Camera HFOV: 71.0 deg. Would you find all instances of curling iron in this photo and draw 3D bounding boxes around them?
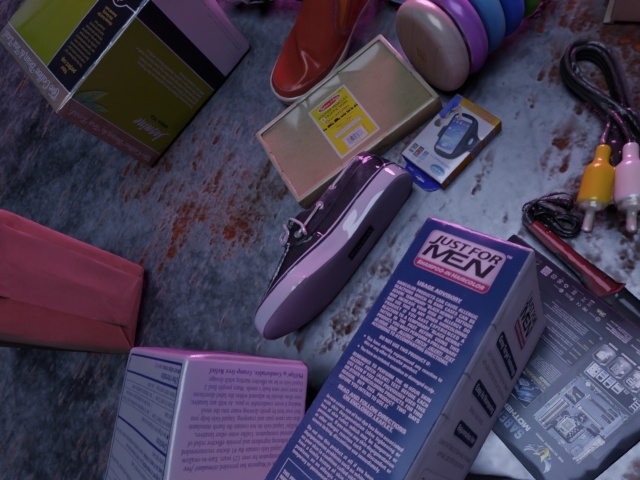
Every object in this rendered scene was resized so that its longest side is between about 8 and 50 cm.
[{"bbox_3d":[0.340,0.045,0.519,0.068,0.035,0.274,-37,63,10],"label":"curling iron"}]

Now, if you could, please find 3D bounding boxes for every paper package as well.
[{"bbox_3d":[-0.515,0.085,0.732,0.325,0.309,0.168,-4,69,22],"label":"paper package"}]

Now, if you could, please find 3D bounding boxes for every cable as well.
[{"bbox_3d":[0.375,-0.139,0.541,0.140,0.072,0.287,-2,73,18],"label":"cable"}]

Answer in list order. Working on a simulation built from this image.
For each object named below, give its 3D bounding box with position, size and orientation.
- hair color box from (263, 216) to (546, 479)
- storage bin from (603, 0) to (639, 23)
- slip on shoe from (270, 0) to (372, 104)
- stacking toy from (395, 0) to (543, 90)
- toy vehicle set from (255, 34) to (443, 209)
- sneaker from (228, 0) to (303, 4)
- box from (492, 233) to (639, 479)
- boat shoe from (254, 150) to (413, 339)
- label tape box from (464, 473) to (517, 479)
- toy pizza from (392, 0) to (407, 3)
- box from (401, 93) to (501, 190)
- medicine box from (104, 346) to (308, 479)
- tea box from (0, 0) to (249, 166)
[{"bbox_3d":[0.079,0.172,0.417,0.105,0.174,0.347,25,74,38],"label":"hair color box"},{"bbox_3d":[0.520,-0.396,0.527,0.262,0.123,0.260,17,82,28],"label":"storage bin"},{"bbox_3d":[0.010,-0.382,0.744,0.123,0.101,0.331,42,107,23],"label":"slip on shoe"},{"bbox_3d":[0.275,-0.366,0.637,0.330,0.141,0.141,-37,63,1],"label":"stacking toy"},{"bbox_3d":[0.037,-0.191,0.727,0.267,0.035,0.166,-36,63,10],"label":"toy vehicle set"},{"bbox_3d":[-0.120,-0.515,0.865,0.331,0.146,0.122,30,61,7],"label":"sneaker"},{"bbox_3d":[0.244,0.133,0.507,0.183,0.059,0.232,-45,53,4],"label":"box"},{"bbox_3d":[-0.001,-0.002,0.642,0.105,0.113,0.306,37,89,30],"label":"boat shoe"},{"bbox_3d":[0.112,0.384,0.477,0.334,0.106,0.240,-8,71,22],"label":"label tape box"},{"bbox_3d":[0.187,-0.474,0.750,0.201,0.032,0.201,-8,71,23],"label":"toy pizza"},{"bbox_3d":[0.183,-0.138,0.651,0.136,0.028,0.081,-47,62,3],"label":"box"},{"bbox_3d":[-0.155,0.282,0.540,0.263,0.149,0.289,-16,65,55],"label":"medicine box"},{"bbox_3d":[-0.382,-0.386,0.869,0.323,0.220,0.329,-48,62,3],"label":"tea box"}]
